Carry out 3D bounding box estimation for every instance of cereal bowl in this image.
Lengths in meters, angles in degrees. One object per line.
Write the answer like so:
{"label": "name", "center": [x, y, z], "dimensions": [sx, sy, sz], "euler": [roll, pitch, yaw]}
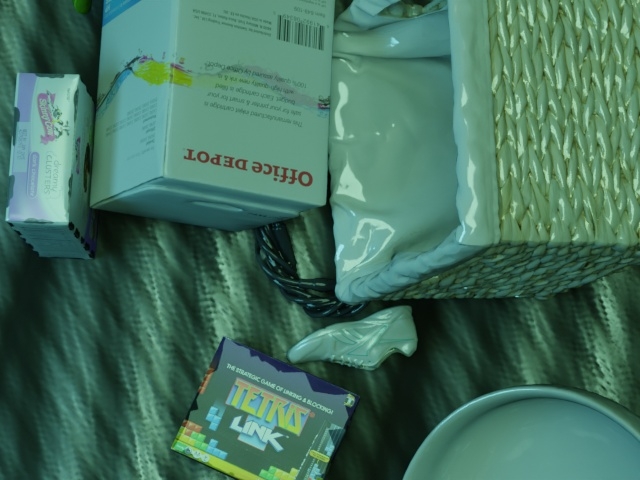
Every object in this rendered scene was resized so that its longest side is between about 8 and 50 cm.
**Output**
{"label": "cereal bowl", "center": [0.253, 0.315, 1.596], "dimensions": [0.339, 0.141, 0.339], "euler": [1, 91, 33]}

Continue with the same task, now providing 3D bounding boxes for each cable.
{"label": "cable", "center": [0.000, 0.000, 1.745], "dimensions": [0.184, 0.047, 0.150], "euler": [41, 89, 10]}

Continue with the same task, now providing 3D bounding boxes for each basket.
{"label": "basket", "center": [0.181, -0.115, 1.601], "dimensions": [0.266, 0.328, 0.331], "euler": [1, 77, -22]}

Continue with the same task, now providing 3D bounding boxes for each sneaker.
{"label": "sneaker", "center": [0.037, 0.119, 1.712], "dimensions": [0.152, 0.054, 0.061], "euler": [-16, 82, -4]}

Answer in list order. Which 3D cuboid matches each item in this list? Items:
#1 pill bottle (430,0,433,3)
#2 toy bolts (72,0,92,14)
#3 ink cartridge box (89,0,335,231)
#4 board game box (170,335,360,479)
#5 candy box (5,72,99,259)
{"label": "pill bottle", "center": [0.187, -0.370, 1.770], "dimensions": [0.131, 0.131, 0.229], "euler": [6, 79, 1]}
{"label": "toy bolts", "center": [-0.203, -0.398, 1.753], "dimensions": [0.228, 0.218, 0.158], "euler": [-20, 73, -22]}
{"label": "ink cartridge box", "center": [-0.118, -0.164, 1.662], "dimensions": [0.198, 0.197, 0.270], "euler": [10, 77, -31]}
{"label": "board game box", "center": [-0.060, 0.205, 1.698], "dimensions": [0.170, 0.048, 0.141], "euler": [23, 81, 4]}
{"label": "candy box", "center": [-0.288, -0.078, 1.678], "dimensions": [0.070, 0.196, 0.165], "euler": [3, 78, 1]}
